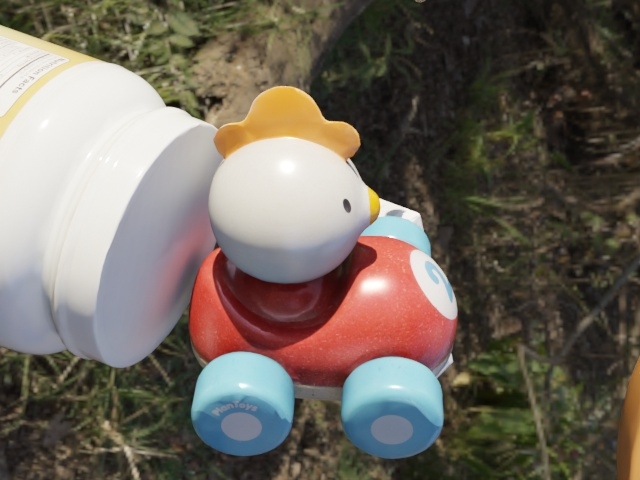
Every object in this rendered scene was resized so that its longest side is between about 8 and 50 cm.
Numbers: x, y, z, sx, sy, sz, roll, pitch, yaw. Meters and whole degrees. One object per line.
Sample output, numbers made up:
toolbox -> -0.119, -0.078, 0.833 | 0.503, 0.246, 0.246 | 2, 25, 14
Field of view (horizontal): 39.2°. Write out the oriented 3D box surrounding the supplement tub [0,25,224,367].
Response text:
supplement tub -> -0.253, -0.048, 0.696 | 0.228, 0.316, 0.228 | 21, 90, -77

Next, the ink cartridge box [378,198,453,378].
ink cartridge box -> 0.059, 0.054, 1.354 | 0.066, 0.261, 0.296 | -40, 132, -28

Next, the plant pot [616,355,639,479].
plant pot -> 0.263, 0.123, 0.326 | 0.203, 0.291, 0.290 | -22, 107, -72

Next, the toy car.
toy car -> 0.000, 0.000, 0.663 | 0.219, 0.210, 0.238 | -85, 175, -54
